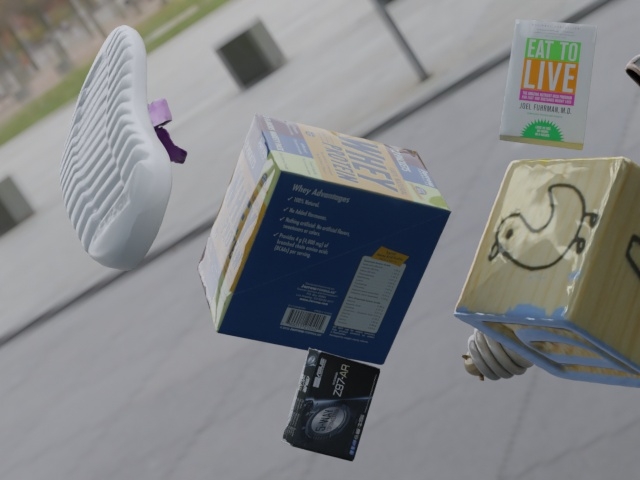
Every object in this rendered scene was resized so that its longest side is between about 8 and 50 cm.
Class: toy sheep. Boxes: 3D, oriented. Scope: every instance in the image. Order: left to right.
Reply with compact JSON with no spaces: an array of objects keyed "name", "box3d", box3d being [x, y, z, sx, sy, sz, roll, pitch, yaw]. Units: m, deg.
[{"name":"toy sheep","box3d":[0.229,0.125,2.072,0.132,0.091,0.091,-38,8,24]}]

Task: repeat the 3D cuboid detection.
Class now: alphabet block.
[{"name":"alphabet block","box3d":[0.300,0.036,1.887,0.192,0.193,0.197,2,66,52]}]

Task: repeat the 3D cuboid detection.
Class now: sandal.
[{"name":"sandal","box3d":[-0.194,-0.082,1.766,0.169,0.102,0.416,-56,24,23]}]

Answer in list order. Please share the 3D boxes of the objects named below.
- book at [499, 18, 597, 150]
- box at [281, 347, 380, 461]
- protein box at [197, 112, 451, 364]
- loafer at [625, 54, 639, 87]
[{"name":"book","box3d":[0.261,-0.179,1.954,0.096,0.144,0.035,7,-15,6]},{"name":"box","box3d":[0.009,0.138,1.431,0.018,0.067,0.083,12,83,56]},{"name":"protein box","box3d":[0.000,0.000,1.823,0.136,0.200,0.201,-114,41,-57]},{"name":"loafer","box3d":[0.359,-0.139,1.745,0.039,0.125,0.045,-31,-11,-25]}]
